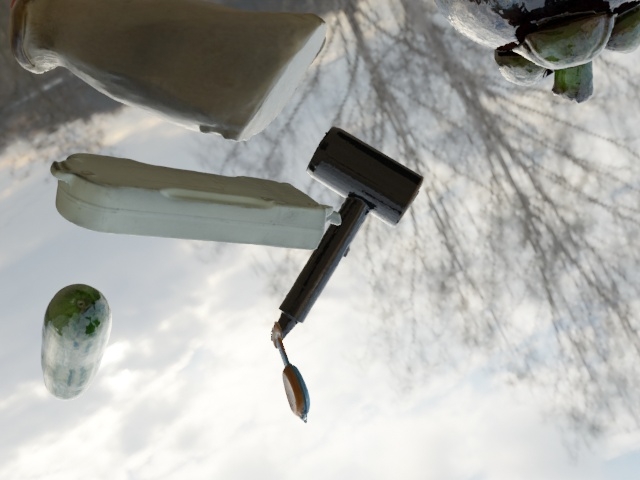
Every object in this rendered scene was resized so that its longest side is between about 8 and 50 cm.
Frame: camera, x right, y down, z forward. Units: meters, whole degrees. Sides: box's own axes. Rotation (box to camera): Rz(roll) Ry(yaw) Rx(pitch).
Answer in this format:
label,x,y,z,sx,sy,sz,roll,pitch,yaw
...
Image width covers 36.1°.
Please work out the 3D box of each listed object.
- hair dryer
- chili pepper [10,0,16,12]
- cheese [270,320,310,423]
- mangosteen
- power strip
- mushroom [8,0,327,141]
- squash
label,x,y,z,sx,sy,sz,roll,pitch,yaw
hair dryer,0.000,0.000,1.121,0.255,0.128,0.070,-56,178,-8
chili pepper,-0.383,-0.317,1.354,0.086,0.192,0.084,-55,175,40
cheese,-0.031,0.133,0.986,0.017,0.111,0.047,-8,147,-22
mangosteen,0.266,-0.336,1.187,0.300,0.300,0.300,-26,-163,8
power strip,-0.061,-0.019,0.544,0.191,0.030,0.047,6,-159,-39
mushroom,-0.193,-0.221,1.189,0.407,0.154,0.137,13,-165,20
squash,-0.310,0.126,1.236,0.082,0.082,0.292,-38,169,-31
